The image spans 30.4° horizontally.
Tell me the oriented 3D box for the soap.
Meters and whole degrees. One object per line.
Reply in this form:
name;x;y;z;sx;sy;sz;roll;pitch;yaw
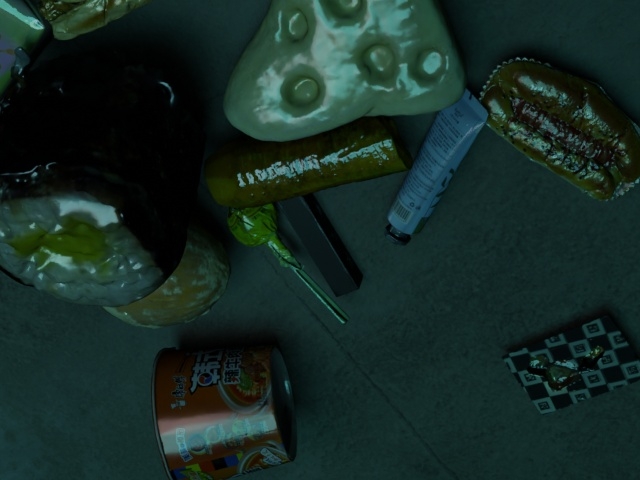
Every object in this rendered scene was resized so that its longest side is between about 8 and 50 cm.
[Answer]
soap;-0.490;-0.322;1.712;0.182;0.138;0.199;37;120;-12

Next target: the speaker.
speaker;0.000;0.000;1.857;0.046;0.040;0.191;-22;114;24

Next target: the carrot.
carrot;-0.021;-0.121;1.748;0.301;0.114;0.114;-12;117;16

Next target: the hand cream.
hand cream;0.167;-0.105;1.743;0.058;0.091;0.271;-1;131;-34

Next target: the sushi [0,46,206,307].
sushi;-0.328;-0.084;1.644;0.299;0.294;0.281;6;145;7

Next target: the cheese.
cheese;0.003;-0.315;1.620;0.351;0.130;0.328;-9;114;16

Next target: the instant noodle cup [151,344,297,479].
instant noodle cup;-0.152;0.283;1.954;0.192;0.250;0.250;-10;118;7

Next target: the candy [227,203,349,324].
candy;-0.046;0.034;1.857;0.262;0.073;0.077;47;140;-7

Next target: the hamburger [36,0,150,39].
hamburger;-0.292;-0.359;1.614;0.213;0.214;0.108;-13;117;19

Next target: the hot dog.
hot dog;0.347;-0.162;1.667;0.268;0.075;0.144;34;124;-6

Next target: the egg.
egg;-0.262;0.038;1.840;0.245;0.203;0.203;13;122;6

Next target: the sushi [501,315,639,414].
sushi;0.411;0.193;1.891;0.201;0.031;0.139;-25;113;28
